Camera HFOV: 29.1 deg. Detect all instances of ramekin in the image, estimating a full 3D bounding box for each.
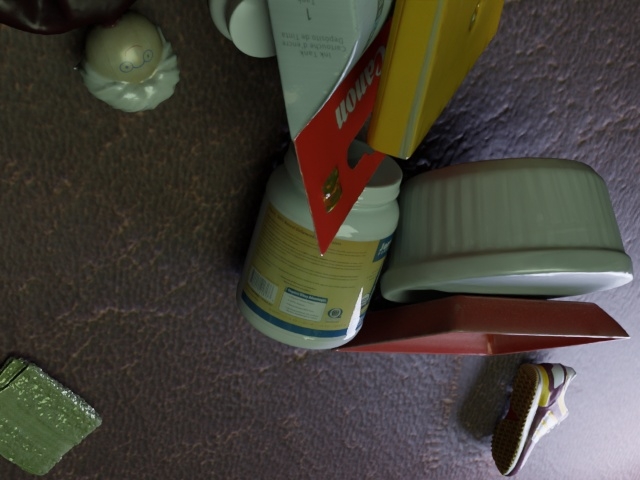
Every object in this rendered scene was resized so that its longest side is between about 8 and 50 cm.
[{"bbox_3d":[0.198,-0.006,1.352,0.273,0.273,0.127,2,79,-29],"label":"ramekin"}]

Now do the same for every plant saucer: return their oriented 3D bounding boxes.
[{"bbox_3d":[0.184,0.102,1.460,0.258,0.259,0.047,5,78,-30],"label":"plant saucer"}]

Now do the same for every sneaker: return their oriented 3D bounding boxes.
[{"bbox_3d":[0.299,0.252,1.704,0.084,0.069,0.185,1,123,-23],"label":"sneaker"}]

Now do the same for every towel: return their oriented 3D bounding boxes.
[{"bbox_3d":[-0.321,0.195,1.359,0.110,0.027,0.148,-41,130,3],"label":"towel"}]

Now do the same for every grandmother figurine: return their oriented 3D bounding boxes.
[{"bbox_3d":[-0.215,-0.253,1.052,0.208,0.104,0.342,-23,128,0],"label":"grandmother figurine"}]

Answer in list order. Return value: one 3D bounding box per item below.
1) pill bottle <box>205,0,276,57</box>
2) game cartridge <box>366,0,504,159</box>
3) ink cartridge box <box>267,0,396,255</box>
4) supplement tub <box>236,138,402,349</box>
[{"bbox_3d":[-0.063,-0.229,1.104,0.086,0.152,0.086,-9,130,-11],"label":"pill bottle"},{"bbox_3d":[0.133,-0.274,1.106,0.285,0.053,0.323,-54,159,-48],"label":"game cartridge"},{"bbox_3d":[0.064,-0.218,1.109,0.308,0.091,0.385,-57,147,-43],"label":"ink cartridge box"},{"bbox_3d":[0.000,0.000,1.313,0.144,0.144,0.199,1,122,-29],"label":"supplement tub"}]
